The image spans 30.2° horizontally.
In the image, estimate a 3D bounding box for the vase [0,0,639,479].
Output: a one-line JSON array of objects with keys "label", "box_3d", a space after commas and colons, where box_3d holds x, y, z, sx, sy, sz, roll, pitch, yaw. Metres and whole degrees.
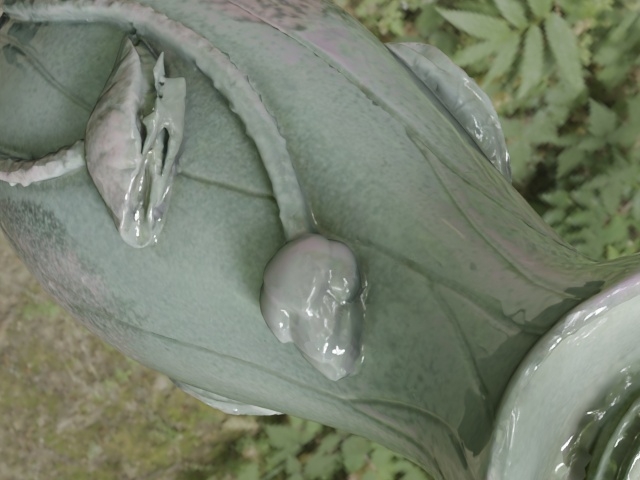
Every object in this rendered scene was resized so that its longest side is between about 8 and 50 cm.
[{"label": "vase", "box_3d": [0.000, 0.000, 0.607, 0.250, 0.445, 0.250, -24, 130, -32]}]
